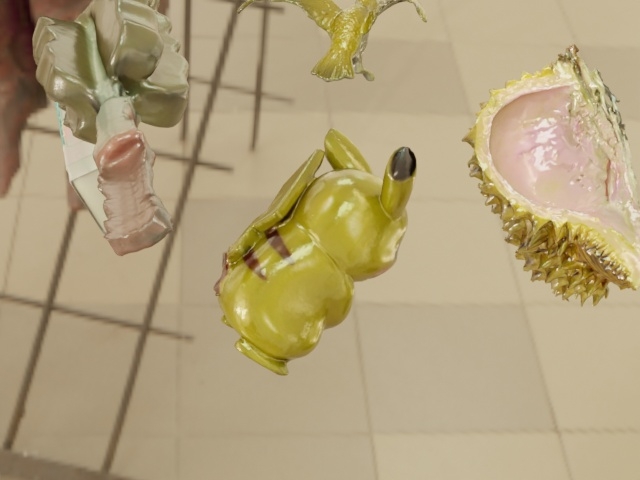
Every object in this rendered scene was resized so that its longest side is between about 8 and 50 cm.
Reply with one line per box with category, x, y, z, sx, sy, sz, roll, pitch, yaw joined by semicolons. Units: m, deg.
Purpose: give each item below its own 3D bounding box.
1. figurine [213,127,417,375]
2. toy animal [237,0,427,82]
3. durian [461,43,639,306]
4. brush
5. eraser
figurine;-0.005;0.006;1.698;0.327;0.169;0.218;-44;29;0
toy animal;0.030;-0.216;1.376;0.219;0.095;0.155;7;11;22
durian;0.269;-0.042;1.536;0.186;0.195;0.305;-18;70;-9
brush;-0.103;-0.065;0.674;0.084;0.071;0.301;-30;30;2
eraser;-0.288;-0.110;1.667;0.052;0.095;0.225;-25;38;2
